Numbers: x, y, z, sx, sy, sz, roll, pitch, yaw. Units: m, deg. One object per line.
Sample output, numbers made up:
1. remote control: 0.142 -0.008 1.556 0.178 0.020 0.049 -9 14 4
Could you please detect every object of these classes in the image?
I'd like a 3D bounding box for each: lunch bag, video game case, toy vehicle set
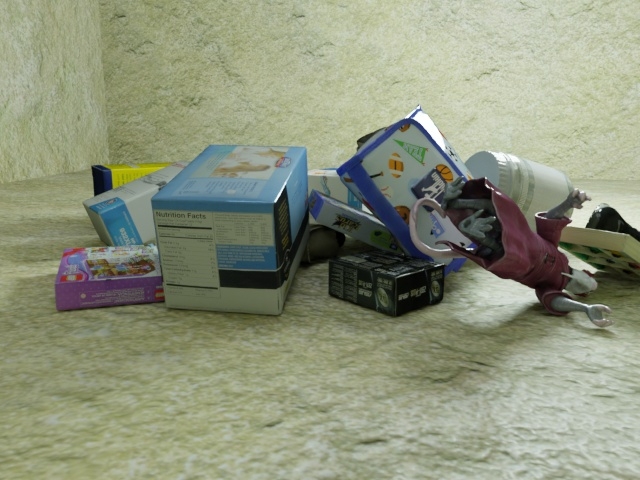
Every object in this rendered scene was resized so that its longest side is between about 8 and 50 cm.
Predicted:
1. lunch bag: 0.220 -0.109 1.360 0.239 0.327 0.385 -36 5 29
2. video game case: 0.091 -0.052 1.608 0.244 0.061 0.269 24 8 -11
3. toy vehicle set: 0.618 0.030 1.263 0.267 0.035 0.166 22 -4 -39

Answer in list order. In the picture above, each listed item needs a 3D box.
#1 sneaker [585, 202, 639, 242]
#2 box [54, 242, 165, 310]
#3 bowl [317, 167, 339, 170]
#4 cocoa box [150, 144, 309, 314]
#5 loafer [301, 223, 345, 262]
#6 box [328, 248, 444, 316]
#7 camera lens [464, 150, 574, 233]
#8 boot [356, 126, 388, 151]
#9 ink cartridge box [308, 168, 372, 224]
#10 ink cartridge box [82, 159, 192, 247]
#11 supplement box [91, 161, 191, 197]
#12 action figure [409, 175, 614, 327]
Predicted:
1. sneaker: 0.706 -0.005 1.371 0.124 0.107 0.283 29 9 42
2. box: -0.437 0.068 1.246 0.201 0.057 0.293 -3 13 -19
3. bowl: 0.159 -0.195 2.212 0.392 0.077 0.391 5 -4 0
4. cocoa box: -0.159 -0.040 1.195 0.232 0.227 0.347 2 25 8
5. loafer: 0.000 0.000 1.486 0.088 0.094 0.251 0 11 19
6. box: 0.128 0.078 1.172 0.147 0.077 0.180 -11 16 -42
7. camera lens: 0.532 -0.117 1.633 0.275 0.219 0.219 13 7 -23
8. boot: 0.224 -0.187 1.819 0.138 0.284 0.377 -24 -2 7
9. ink cartridge box: 0.056 -0.143 1.969 0.233 0.168 0.171 5 14 22
10. ink cartridge box: -0.465 -0.101 1.641 0.308 0.128 0.223 -29 24 -24
11. supplement box: -0.529 -0.147 1.913 0.357 0.194 0.195 -6 14 -29
12. action figure: 0.380 0.043 1.123 0.370 0.248 0.276 28 -32 -28
